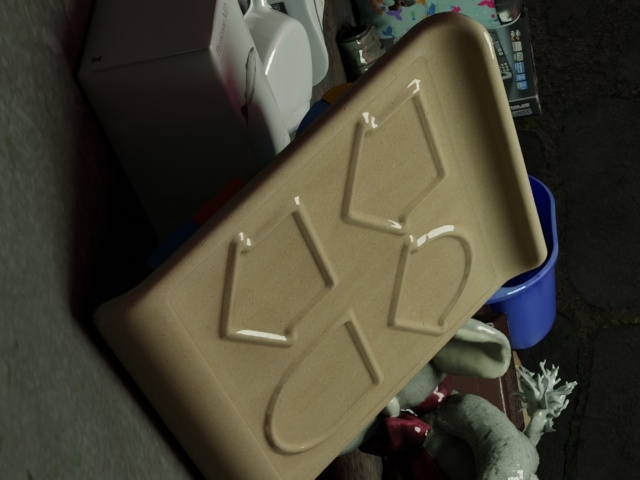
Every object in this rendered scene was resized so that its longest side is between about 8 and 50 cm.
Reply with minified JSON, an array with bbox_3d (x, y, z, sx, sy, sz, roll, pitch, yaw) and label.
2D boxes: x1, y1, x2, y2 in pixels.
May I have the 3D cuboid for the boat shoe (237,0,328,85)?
[{"bbox_3d":[-0.042,-0.279,1.521,0.267,0.096,0.088,69,13,-47],"label":"boat shoe"}]

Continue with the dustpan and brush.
[{"bbox_3d":[-0.055,-0.206,1.454,0.147,0.060,0.211,-40,141,-57],"label":"dustpan and brush"}]

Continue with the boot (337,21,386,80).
[{"bbox_3d":[0.089,-0.240,2.108,0.246,0.083,0.161,-40,115,-77],"label":"boot"}]

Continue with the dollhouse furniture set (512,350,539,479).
[{"bbox_3d":[0.186,0.361,2.195,0.303,0.173,0.356,-101,-154,-68],"label":"dollhouse furniture set"}]

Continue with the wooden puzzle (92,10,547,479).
[{"bbox_3d":[0.008,0.023,1.137,0.080,0.348,0.322,40,-16,37],"label":"wooden puzzle"}]

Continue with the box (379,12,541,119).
[{"bbox_3d":[0.211,-0.329,2.328,0.076,0.242,0.308,51,33,-66],"label":"box"}]

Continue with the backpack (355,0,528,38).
[{"bbox_3d":[0.163,-0.404,2.156,0.225,0.253,0.191,-79,152,-49],"label":"backpack"}]

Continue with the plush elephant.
[{"bbox_3d":[0.092,0.190,1.494,0.330,0.255,0.272,-54,-171,-27],"label":"plush elephant"}]

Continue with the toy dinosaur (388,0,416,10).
[{"bbox_3d":[0.041,-0.438,1.941,0.296,0.127,0.200,-92,166,-45],"label":"toy dinosaur"}]

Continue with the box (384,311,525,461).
[{"bbox_3d":[0.169,0.193,1.934,0.203,0.168,0.167,-8,89,-77],"label":"box"}]

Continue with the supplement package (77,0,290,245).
[{"bbox_3d":[-0.098,-0.100,1.114,0.105,0.105,0.179,-86,161,-44],"label":"supplement package"}]

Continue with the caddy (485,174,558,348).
[{"bbox_3d":[0.239,0.015,2.215,0.341,0.241,0.179,-83,164,-53],"label":"caddy"}]
